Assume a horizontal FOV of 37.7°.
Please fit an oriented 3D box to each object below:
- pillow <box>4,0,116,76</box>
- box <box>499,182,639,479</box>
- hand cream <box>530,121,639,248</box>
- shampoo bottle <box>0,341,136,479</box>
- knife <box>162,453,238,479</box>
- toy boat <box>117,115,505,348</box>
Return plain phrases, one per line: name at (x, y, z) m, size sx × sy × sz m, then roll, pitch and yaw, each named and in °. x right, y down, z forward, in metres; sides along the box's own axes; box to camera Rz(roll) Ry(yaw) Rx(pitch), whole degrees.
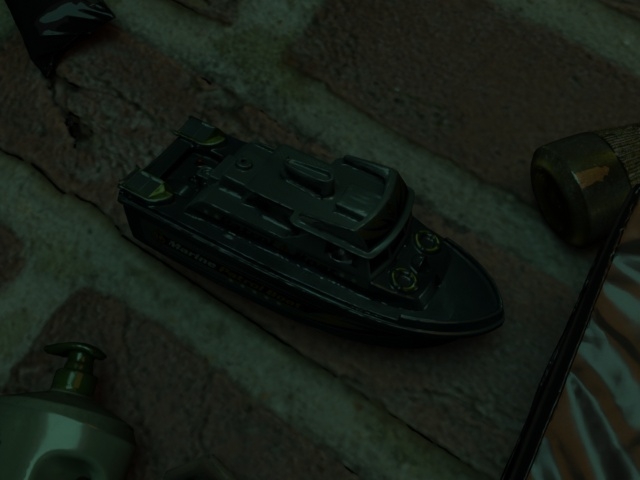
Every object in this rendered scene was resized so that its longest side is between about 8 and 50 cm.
pillow at (-0.257, -0.234, 0.877) m, size 0.090 × 0.048 × 0.150 m, roll -28°, pitch 68°, yaw -7°
box at (0.227, 0.121, 0.593) m, size 0.188 × 0.153 × 0.252 m, roll 25°, pitch 71°, yaw 17°
hand cream at (0.264, -0.070, 0.714) m, size 0.203 × 0.084 × 0.084 m, roll -25°, pitch 65°, yaw -7°
shampoo bottle at (-0.198, 0.183, 0.660) m, size 0.118 × 0.087 × 0.234 m, roll 6°, pitch 67°, yaw 15°
knife at (0.012, 0.280, 0.613) m, size 0.089 × 0.043 × 0.365 m, roll -43°, pitch 67°, yaw -11°
toy boat at (-0.001, -0.003, 0.699) m, size 0.296 × 0.122 × 0.114 m, roll 23°, pitch 48°, yaw 14°
